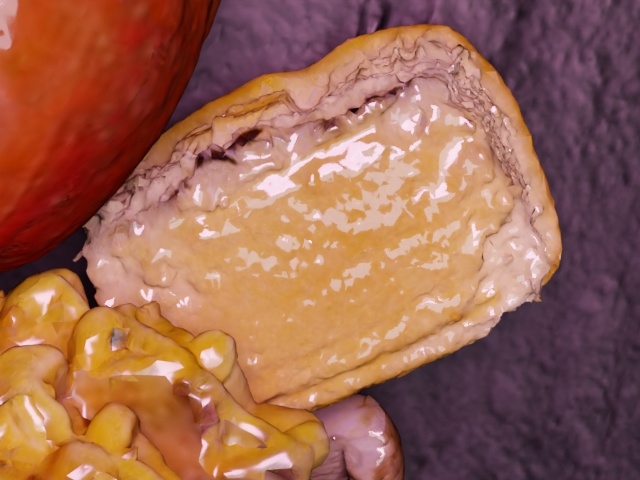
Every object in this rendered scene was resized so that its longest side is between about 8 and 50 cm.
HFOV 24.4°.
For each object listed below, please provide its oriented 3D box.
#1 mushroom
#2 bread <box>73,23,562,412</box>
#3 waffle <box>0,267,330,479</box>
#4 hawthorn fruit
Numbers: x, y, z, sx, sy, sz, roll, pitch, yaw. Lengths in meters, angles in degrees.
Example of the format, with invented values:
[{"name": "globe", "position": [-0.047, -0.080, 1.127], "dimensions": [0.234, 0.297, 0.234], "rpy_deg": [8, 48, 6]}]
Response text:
[{"name": "mushroom", "position": [-0.039, 0.150, 0.818], "dimensions": [0.210, 0.072, 0.094], "rpy_deg": [-29, 111, 16]}, {"name": "bread", "position": [0.000, 0.000, 0.759], "dimensions": [0.245, 0.121, 0.174], "rpy_deg": [-26, 111, 3]}, {"name": "waffle", "position": [-0.139, 0.159, 0.708], "dimensions": [0.324, 0.151, 0.261], "rpy_deg": [-19, 107, 30]}, {"name": "hawthorn fruit", "position": [-0.164, -0.118, 0.660], "dimensions": [0.258, 0.258, 0.262], "rpy_deg": [10, 140, -8]}]
